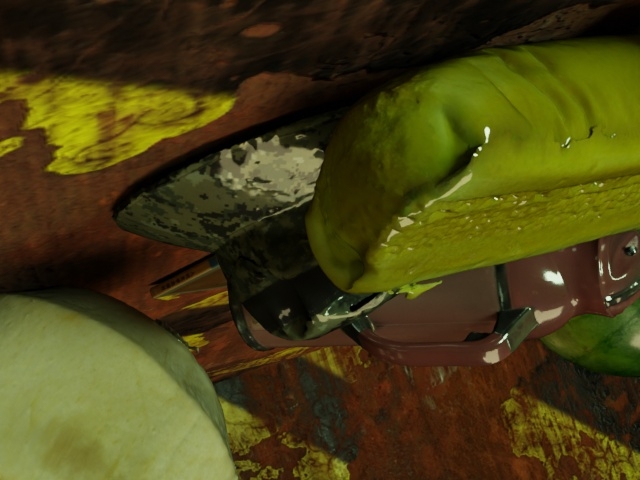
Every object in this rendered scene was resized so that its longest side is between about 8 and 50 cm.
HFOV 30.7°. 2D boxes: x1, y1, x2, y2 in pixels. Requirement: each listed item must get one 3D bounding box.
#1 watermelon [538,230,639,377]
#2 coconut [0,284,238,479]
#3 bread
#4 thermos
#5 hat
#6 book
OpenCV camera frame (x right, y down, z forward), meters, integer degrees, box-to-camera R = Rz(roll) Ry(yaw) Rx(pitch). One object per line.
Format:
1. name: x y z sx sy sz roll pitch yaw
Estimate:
1. watermelon: 0.280 0.006 1.065 0.242 0.242 0.242 -18 171 -3
2. coconut: -0.231 0.206 0.950 0.323 0.323 0.323 -18 171 -3
3. bread: 0.153 -0.065 0.752 0.384 0.112 0.166 -13 154 -38
4. thermos: 0.090 0.032 0.923 0.330 0.109 0.136 -4 -171 25
5. hat: 0.000 0.000 0.826 0.266 0.128 0.265 -20 175 -2
6. book: -0.029 0.006 1.134 0.242 0.018 0.170 -25 168 37
